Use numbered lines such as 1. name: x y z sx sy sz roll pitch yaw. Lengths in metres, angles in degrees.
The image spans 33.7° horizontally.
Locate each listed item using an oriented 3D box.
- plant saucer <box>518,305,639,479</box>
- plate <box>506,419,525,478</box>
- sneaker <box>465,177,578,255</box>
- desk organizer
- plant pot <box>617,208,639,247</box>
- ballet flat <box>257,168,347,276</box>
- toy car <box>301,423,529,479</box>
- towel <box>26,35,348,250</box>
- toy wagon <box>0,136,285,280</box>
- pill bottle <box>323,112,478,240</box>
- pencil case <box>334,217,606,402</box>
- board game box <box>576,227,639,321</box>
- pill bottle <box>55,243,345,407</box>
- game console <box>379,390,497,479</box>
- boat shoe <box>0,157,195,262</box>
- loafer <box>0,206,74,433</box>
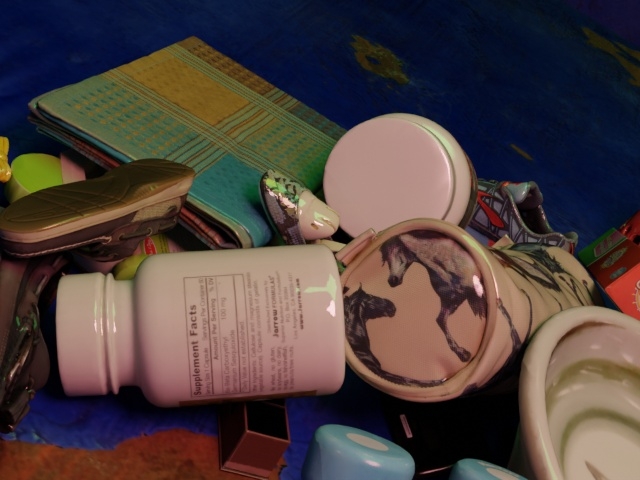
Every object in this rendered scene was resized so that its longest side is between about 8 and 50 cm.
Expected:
1. plant saucer: 0.301 0.249 0.944 0.400 0.100 0.400 28 39 -25
2. plate: 0.285 0.311 1.027 0.277 0.045 0.278 35 29 5
3. sneaker: 0.254 -0.045 1.466 0.262 0.125 0.104 45 32 24
4. desk organizer: -0.062 0.148 0.954 0.047 0.050 0.130 19 31 -20
5. plant pot: 0.549 0.016 1.600 0.191 0.174 0.191 24 31 -16
6. ballet flat: 0.000 0.000 1.083 0.070 0.070 0.188 -100 166 -54
7. toy car: 0.017 0.238 0.795 0.210 0.219 0.238 18 2 -20
8. towel: -0.121 -0.120 1.191 0.271 0.040 0.370 33 28 5
9. toy wagon: -0.183 -0.028 1.098 0.344 0.068 0.267 14 33 -26
10. pill bottle: 0.096 -0.061 1.219 0.161 0.161 0.283 35 7 8
11. pencil case: 0.163 0.069 1.080 0.183 0.160 0.410 44 16 24
12. board game box: 0.424 0.110 1.277 0.242 0.064 0.316 51 10 0
13. pill bottle: -0.100 0.074 0.893 0.229 0.131 0.131 -3 37 -7
14. game console: 0.125 0.205 1.079 0.107 0.071 0.122 -10 40 -8
15. boat shoe: -0.187 -0.015 0.924 0.080 0.073 0.223 14 23 26
16. loafer: -0.247 0.075 0.846 0.095 0.109 0.302 23 27 -22
